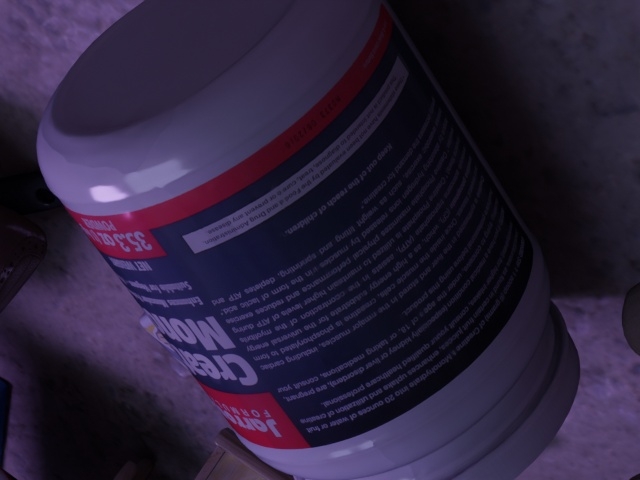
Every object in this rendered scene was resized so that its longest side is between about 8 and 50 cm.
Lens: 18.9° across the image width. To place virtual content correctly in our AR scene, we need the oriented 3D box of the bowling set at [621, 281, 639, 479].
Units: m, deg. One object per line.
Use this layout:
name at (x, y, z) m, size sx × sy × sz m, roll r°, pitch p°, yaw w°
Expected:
bowling set at (0.249, 0.159, 0.963) m, size 0.287 × 0.200 × 0.154 m, roll 46°, pitch 146°, yaw -22°

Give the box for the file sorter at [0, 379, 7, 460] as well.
file sorter at (-0.344, 0.165, 1.619) m, size 0.118 × 0.104 × 0.170 m, roll 31°, pitch 147°, yaw 8°

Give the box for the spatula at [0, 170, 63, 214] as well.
spatula at (-0.274, -0.027, 1.374) m, size 0.296 × 0.030 × 0.084 m, roll -2°, pitch 133°, yaw 45°

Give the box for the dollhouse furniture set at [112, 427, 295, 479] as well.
dollhouse furniture set at (-0.063, 0.232, 1.424) m, size 0.212 × 0.161 × 0.242 m, roll 34°, pitch 179°, yaw 4°

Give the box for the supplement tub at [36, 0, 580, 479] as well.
supplement tub at (0.000, 0.000, 0.992) m, size 0.191 × 0.191 × 0.272 m, roll -3°, pitch 131°, yaw 46°

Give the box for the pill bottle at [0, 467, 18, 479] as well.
pill bottle at (-0.274, 0.278, 1.528) m, size 0.181 × 0.181 × 0.323 m, roll 23°, pitch 166°, yaw 20°

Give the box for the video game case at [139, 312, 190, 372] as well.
video game case at (0.006, 0.091, 1.260) m, size 0.206 × 0.026 × 0.227 m, roll 45°, pitch 147°, yaw -13°

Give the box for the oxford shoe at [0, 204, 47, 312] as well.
oxford shoe at (-0.317, 0.097, 1.356) m, size 0.132 × 0.130 × 0.363 m, roll 9°, pitch 141°, yaw -38°
